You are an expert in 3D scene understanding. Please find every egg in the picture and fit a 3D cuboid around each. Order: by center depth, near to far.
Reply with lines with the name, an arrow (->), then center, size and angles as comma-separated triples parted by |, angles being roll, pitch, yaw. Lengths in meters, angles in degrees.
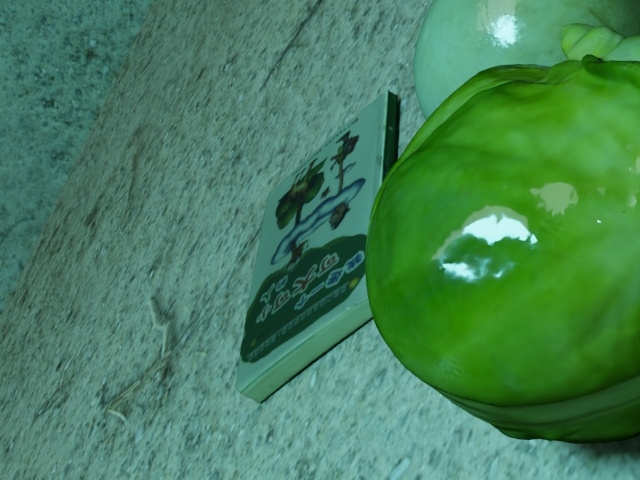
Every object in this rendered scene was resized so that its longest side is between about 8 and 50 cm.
egg -> 0.199, -0.178, 1.306 | 0.295, 0.218, 0.218 | -29, 37, 64

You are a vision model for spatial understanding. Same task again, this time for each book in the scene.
book -> 0.000, 0.000, 1.707 | 0.260, 0.043, 0.370 | -40, 30, 36

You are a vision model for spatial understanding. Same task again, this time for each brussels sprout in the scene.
brussels sprout -> 0.196, 0.009, 1.042 | 0.371, 0.276, 0.314 | 0, 49, 55
